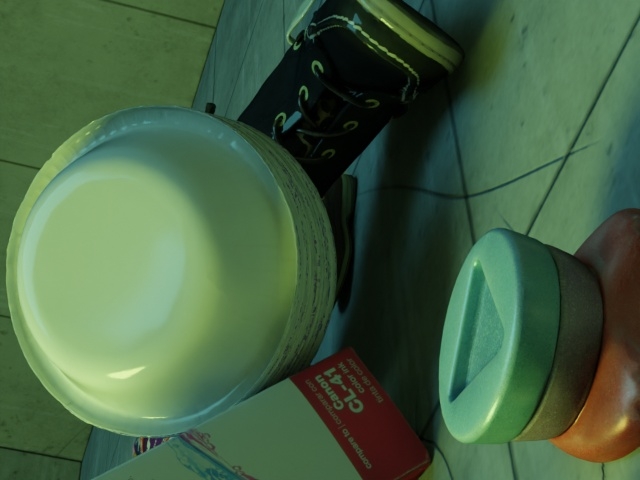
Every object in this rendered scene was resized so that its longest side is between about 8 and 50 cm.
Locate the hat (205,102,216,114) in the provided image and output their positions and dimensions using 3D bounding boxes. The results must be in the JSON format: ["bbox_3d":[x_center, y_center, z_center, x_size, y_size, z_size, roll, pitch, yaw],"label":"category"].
[{"bbox_3d":[-0.093,-0.011,1.875,0.331,0.133,0.331,-179,90,-90],"label":"hat"}]

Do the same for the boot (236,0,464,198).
[{"bbox_3d":[-0.015,-0.103,1.372,0.284,0.138,0.377,-52,9,-2],"label":"boot"}]

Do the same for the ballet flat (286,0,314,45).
[{"bbox_3d":[0.003,-0.203,1.690,0.107,0.106,0.316,-103,28,-63],"label":"ballet flat"}]

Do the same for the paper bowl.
[{"bbox_3d":[-0.140,0.025,1.232,0.148,0.284,0.284,10,-87,-65],"label":"paper bowl"}]

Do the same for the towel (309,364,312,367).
[{"bbox_3d":[-0.073,0.081,1.443,0.034,0.285,0.209,-43,12,-3],"label":"towel"}]

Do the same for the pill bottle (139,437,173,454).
[{"bbox_3d":[-0.096,0.223,1.534,0.323,0.181,0.182,-154,77,-77],"label":"pill bottle"}]

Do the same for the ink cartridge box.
[{"bbox_3d":[-0.089,0.240,1.194,0.131,0.306,0.226,56,146,18],"label":"ink cartridge box"}]

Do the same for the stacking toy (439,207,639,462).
[{"bbox_3d":[0.133,0.083,0.775,0.279,0.130,0.309,115,162,-46],"label":"stacking toy"}]

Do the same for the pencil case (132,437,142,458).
[{"bbox_3d":[-0.209,0.437,1.896,0.160,0.167,0.386,30,111,42],"label":"pencil case"}]

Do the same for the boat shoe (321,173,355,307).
[{"bbox_3d":[0.000,-0.001,1.608,0.064,0.060,0.178,120,159,-54],"label":"boat shoe"}]
